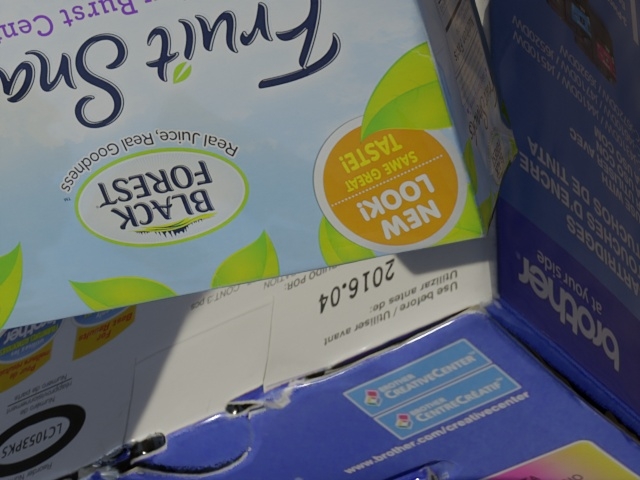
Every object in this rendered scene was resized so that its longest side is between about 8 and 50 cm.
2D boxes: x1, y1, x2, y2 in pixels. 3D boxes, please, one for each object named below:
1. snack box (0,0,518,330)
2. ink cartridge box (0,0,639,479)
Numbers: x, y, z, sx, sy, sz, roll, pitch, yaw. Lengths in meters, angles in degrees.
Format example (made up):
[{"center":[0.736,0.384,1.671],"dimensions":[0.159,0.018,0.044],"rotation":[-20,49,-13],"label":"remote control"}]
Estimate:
[{"center":[-0.057,-0.088,0.523],"dimensions":[0.174,0.070,0.207],"rotation":[-12,112,19],"label":"snack box"},{"center":[0.000,0.000,0.801],"dimensions":[0.270,0.395,0.151],"rotation":[-25,133,31],"label":"ink cartridge box"}]
